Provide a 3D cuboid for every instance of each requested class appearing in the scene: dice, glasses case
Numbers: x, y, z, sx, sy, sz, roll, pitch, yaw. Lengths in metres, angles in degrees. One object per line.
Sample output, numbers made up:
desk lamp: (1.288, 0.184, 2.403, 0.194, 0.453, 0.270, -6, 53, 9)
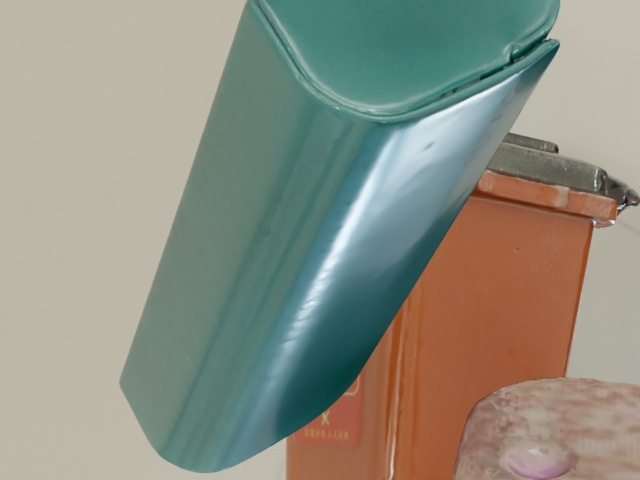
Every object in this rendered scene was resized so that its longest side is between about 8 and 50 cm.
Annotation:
dice: (0.088, 0.104, 0.565, 0.091, 0.094, 0.093, 6, 115, 9)
glasses case: (0.002, 0.000, 0.702, 0.117, 0.301, 0.070, -21, 67, -25)

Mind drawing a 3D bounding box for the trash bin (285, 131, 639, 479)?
trash bin: (0.073, 0.059, 0.992, 0.184, 0.161, 0.239, 9, 82, -30)
